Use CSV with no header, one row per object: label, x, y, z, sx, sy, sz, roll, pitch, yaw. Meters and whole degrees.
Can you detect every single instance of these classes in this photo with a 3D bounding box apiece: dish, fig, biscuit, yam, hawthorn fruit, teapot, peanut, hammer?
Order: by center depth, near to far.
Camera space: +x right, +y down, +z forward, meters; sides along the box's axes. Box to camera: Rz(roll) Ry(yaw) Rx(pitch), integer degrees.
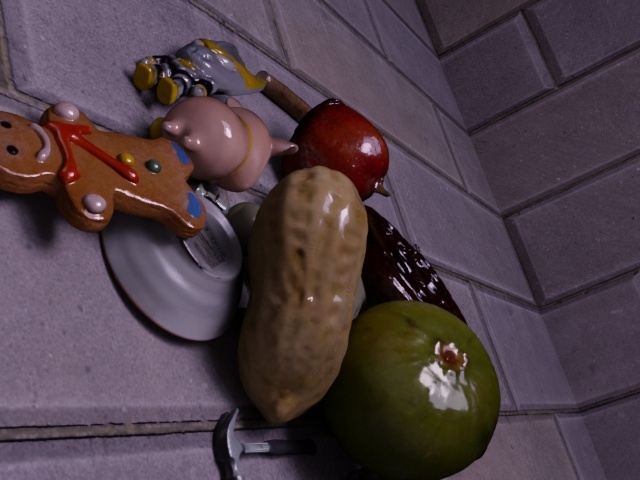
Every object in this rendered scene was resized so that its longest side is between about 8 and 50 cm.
biscuit,-0.286,-0.095,0.941,0.324,0.049,0.205,12,42,-38
dish,-0.184,0.008,1.076,0.260,0.085,0.260,41,31,-31
hammer,-0.073,0.301,1.109,0.246,0.029,0.103,21,48,-59
peanut,-0.035,0.080,1.113,0.169,0.192,0.387,11,89,-22
fig,0.133,0.261,1.234,0.316,0.316,0.316,46,29,-35
teapot,0.092,0.418,1.280,0.121,0.068,0.076,18,9,-27
hawthorn fruit,0.045,-0.159,1.555,0.249,0.215,0.215,32,21,11
biscuit,0.187,0.082,1.625,0.407,0.091,0.407,49,12,-14
yam,-0.059,-0.311,1.732,0.264,0.046,0.046,30,40,-50

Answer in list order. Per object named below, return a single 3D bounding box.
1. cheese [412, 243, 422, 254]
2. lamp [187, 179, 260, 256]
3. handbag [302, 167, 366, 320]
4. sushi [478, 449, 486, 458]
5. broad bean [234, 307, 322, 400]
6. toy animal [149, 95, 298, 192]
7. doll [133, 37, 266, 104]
cheese,0.265,0.078,2.001,0.092,0.047,0.171,31,40,-55
lamp,-0.155,-0.044,1.231,0.163,0.091,0.091,39,31,-19
handbag,0.002,0.056,1.356,0.253,0.109,0.316,-64,141,-58
sushi,0.292,0.377,1.651,0.126,0.136,0.225,17,55,-50
broad bean,-0.059,0.177,1.241,0.297,0.043,0.060,47,50,-32
toy animal,-0.171,-0.160,1.216,0.165,0.149,0.248,49,22,11
doll,-0.217,-0.305,1.342,0.316,0.145,0.103,-43,139,-60
